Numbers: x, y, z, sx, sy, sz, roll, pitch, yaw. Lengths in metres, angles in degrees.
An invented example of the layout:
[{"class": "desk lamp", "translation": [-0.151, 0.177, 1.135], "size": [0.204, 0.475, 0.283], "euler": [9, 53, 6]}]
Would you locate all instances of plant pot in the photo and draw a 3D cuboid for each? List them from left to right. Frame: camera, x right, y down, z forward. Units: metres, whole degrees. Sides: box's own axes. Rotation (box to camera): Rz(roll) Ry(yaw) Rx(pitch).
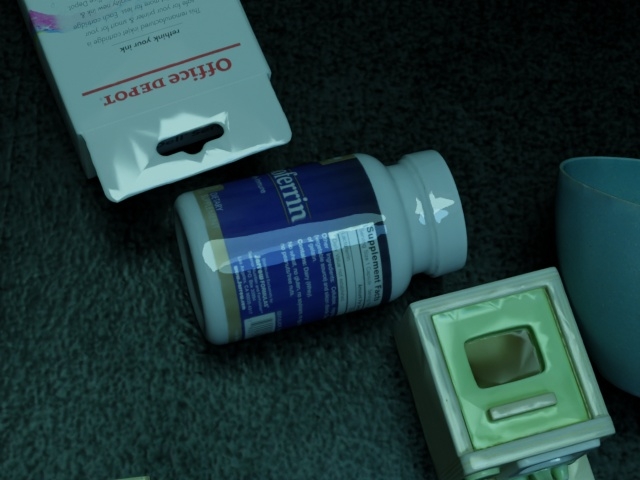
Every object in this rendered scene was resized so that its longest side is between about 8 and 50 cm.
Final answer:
[{"class": "plant pot", "translation": [0.355, 0.048, 1.333], "size": [0.290, 0.290, 0.195], "euler": [9, 105, -3]}]

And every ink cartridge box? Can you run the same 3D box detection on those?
[{"class": "ink cartridge box", "translation": [-0.183, -0.202, 1.419], "size": [0.207, 0.119, 0.353], "euler": [-19, 73, -12]}]

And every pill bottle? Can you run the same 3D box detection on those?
[{"class": "pill bottle", "translation": [0.000, 0.000, 1.353], "size": [0.264, 0.153, 0.153], "euler": [-14, 73, -11]}]

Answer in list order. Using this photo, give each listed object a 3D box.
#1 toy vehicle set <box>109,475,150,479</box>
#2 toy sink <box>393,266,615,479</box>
[{"class": "toy vehicle set", "translation": [-0.223, 0.359, 1.270], "size": [0.166, 0.035, 0.267], "euler": [-7, 72, -8]}, {"class": "toy sink", "translation": [0.181, 0.164, 1.326], "size": [0.152, 0.131, 0.234], "euler": [-13, 74, -9]}]
